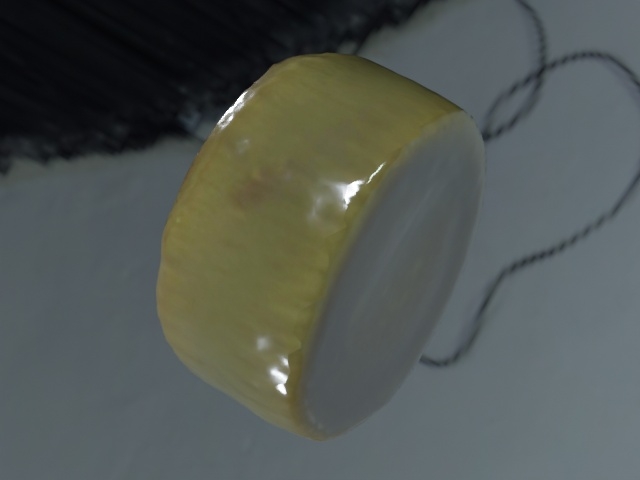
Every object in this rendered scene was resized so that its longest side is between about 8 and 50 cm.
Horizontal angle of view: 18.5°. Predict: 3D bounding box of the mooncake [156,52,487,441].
[{"bbox_3d":[0.000,0.000,1.508,0.155,0.284,0.284,28,89,24],"label":"mooncake"}]
